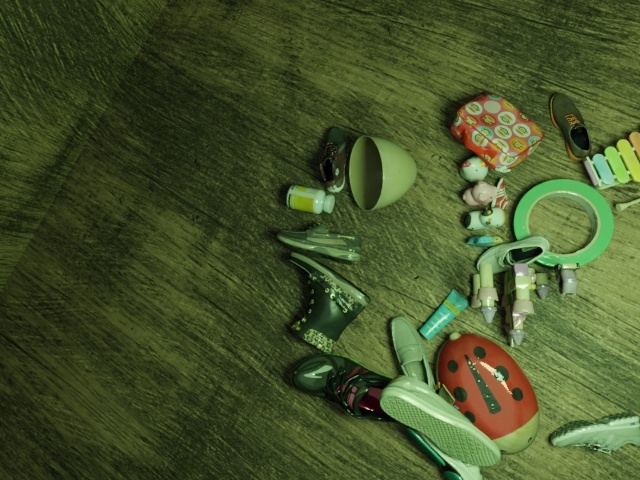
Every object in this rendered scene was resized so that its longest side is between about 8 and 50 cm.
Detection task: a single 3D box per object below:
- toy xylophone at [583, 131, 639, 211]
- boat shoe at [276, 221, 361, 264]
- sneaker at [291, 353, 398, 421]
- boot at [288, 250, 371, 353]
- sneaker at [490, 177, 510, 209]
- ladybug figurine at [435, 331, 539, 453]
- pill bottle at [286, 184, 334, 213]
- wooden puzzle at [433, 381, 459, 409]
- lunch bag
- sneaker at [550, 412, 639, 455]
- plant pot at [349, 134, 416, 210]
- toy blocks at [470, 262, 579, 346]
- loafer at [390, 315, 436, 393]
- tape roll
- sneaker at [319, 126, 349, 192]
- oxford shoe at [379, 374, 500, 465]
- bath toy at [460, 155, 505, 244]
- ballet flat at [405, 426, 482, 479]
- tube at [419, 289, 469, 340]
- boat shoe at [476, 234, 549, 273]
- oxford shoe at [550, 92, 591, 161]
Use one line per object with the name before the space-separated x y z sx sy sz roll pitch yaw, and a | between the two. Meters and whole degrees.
toy xylophone | 1.086 -0.247 1.603 0.323 0.081 0.236 -26 77 -1
boat shoe | 0.000 0.000 1.876 0.356 0.132 0.130 14 76 9
sneaker | 0.117 0.541 1.708 0.483 0.202 0.185 10 84 16
boot | -0.025 0.239 1.834 0.377 0.138 0.284 33 91 12
sneaker | 0.691 -0.173 1.741 0.067 0.042 0.118 17 94 21
ladybug figurine | 0.573 0.526 1.604 0.305 0.162 0.449 -33 74 9
pill bottle | -0.040 -0.166 1.912 0.184 0.103 0.103 13 85 17
wooden puzzle | 0.437 0.540 1.599 0.014 0.078 0.116 -16 52 -19
lunch bag | 0.635 -0.394 1.699 0.258 0.120 0.293 -32 68 -23
sneaker | 0.913 0.655 1.520 0.281 0.105 0.115 -16 78 12
plant pot | 0.255 -0.264 1.783 0.191 0.284 0.284 -7 78 -21
toy blocks | 0.679 0.225 1.559 0.309 0.288 0.260 -2 76 13
loafer | 0.341 0.431 1.707 0.112 0.111 0.319 -25 73 9
tape roll | 0.861 -0.056 1.659 0.321 0.077 0.321 -3 80 15
sneaker | 0.052 -0.347 1.882 0.107 0.162 0.281 -3 81 15
oxford shoe | 0.403 0.590 1.532 0.449 0.130 0.169 33 126 0
bath toy | 0.589 -0.153 1.708 0.151 0.129 0.348 -12 76 33
ballet flat | 0.468 0.766 1.614 0.139 0.139 0.400 -40 84 7
tube | 0.460 0.285 1.737 0.080 0.052 0.207 44 89 10
boat shoe | 0.671 0.063 1.635 0.268 0.088 0.096 -23 96 39
oxford shoe | 0.923 -0.428 1.685 0.097 0.098 0.271 -21 77 12
